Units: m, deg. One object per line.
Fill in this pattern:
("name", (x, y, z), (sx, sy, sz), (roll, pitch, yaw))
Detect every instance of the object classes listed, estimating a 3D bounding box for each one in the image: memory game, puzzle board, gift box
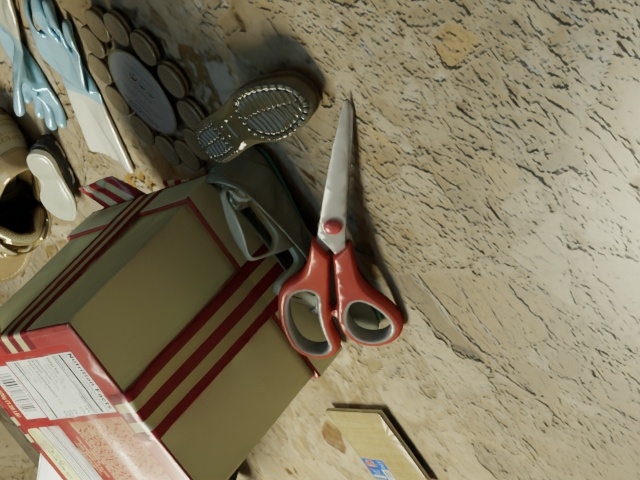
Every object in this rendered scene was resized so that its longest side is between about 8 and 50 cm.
("memory game", (-0.166, -0.143, 1.462), (0.186, 0.012, 0.186), (40, 155, 23))
("puzzle board", (0.061, 0.211, 1.583), (0.096, 0.011, 0.128), (54, 158, -11))
("gift box", (-0.174, 0.088, 1.502), (0.276, 0.258, 0.255), (-7, 122, 48))

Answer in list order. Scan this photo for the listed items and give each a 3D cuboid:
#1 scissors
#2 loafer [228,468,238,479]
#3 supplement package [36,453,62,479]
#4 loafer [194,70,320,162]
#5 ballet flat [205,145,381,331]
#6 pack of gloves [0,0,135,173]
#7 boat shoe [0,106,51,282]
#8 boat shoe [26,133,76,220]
("scissors", (0.000, 0.000, 1.282), (0.109, 0.021, 0.297), (-3, 137, 12))
("loafer", (-0.178, 0.238, 1.970), (0.109, 0.095, 0.302), (-4, 127, 21))
("supplement package", (-0.222, 0.267, 1.845), (0.204, 0.145, 0.262), (21, 134, 4))
("loafer", (-0.049, -0.108, 1.253), (0.148, 0.050, 0.056), (-17, 115, 49))
("ballet flat", (-0.029, 0.013, 1.373), (0.213, 0.068, 0.072), (55, 156, -11))
("pack of gloves", (-0.303, -0.180, 1.619), (0.195, 0.046, 0.232), (31, 151, 41))
("boat shoe", (-0.403, -0.027, 1.933), (0.110, 0.122, 0.341), (48, 157, 19))
("boat shoe", (-0.313, -0.073, 1.811), (0.046, 0.038, 0.125), (4, 141, 19))
